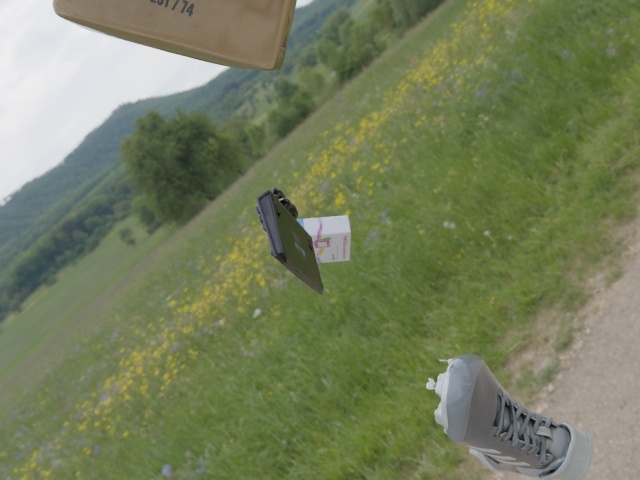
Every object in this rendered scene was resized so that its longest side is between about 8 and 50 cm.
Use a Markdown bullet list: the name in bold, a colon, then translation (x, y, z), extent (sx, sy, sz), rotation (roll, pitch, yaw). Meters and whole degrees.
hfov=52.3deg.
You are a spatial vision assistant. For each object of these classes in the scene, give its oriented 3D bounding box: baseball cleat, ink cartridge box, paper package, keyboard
- **baseball cleat**: translation (0.161, 0.146, 0.527), extent (0.110, 0.206, 0.072), rotation (5, 67, 29)
- **ink cartridge box**: translation (0.000, 0.000, 1.337), extent (0.123, 0.088, 0.052), rotation (-6, 47, -5)
- **paper package**: translation (-0.185, -0.423, 0.932), extent (0.168, 0.325, 0.309), rotation (-89, 12, -74)
- **keyboard**: translation (-0.035, -0.003, 0.742), extent (0.023, 0.108, 0.180), rotation (-16, -19, 8)
